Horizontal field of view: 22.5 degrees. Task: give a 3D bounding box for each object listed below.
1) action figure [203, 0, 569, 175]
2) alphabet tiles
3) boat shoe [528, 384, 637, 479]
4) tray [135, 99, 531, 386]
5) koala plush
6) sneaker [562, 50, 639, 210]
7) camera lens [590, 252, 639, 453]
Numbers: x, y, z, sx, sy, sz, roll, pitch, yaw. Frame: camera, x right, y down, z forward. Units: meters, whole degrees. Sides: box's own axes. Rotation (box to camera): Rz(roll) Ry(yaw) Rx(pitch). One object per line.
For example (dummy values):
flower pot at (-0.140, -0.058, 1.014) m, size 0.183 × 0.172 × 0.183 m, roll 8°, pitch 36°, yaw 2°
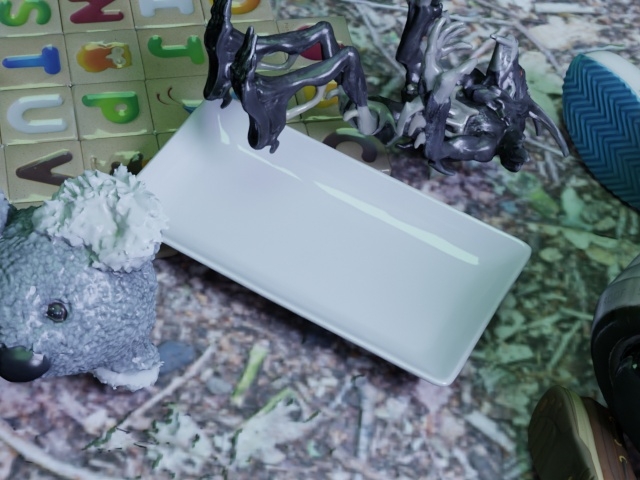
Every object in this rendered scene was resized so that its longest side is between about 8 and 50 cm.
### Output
action figure at (0.063, -0.125, 1.164) m, size 0.275 × 0.141 × 0.164 m, roll 4°, pitch 29°, yaw -22°
alphabet tiles at (-0.129, -0.101, 1.226) m, size 0.342 × 0.011 × 0.285 m, roll -5°, pitch 51°, yaw -12°
boat shoe at (0.180, 0.169, 1.010) m, size 0.060 × 0.064 × 0.178 m, roll 14°, pitch 42°, yaw -20°
tray at (0.000, 0.000, 1.136) m, size 0.270 × 0.030 × 0.145 m, roll 27°, pitch 54°, yaw 14°
koala plush at (-0.203, 0.024, 1.005) m, size 0.221 × 0.196 × 0.203 m, roll 4°, pitch 40°, yaw 1°
sneaker at (0.281, -0.066, 1.213) m, size 0.228 × 0.087 × 0.092 m, roll 42°, pitch 50°, yaw 16°
camera lens at (0.322, 0.041, 1.003) m, size 0.219 × 0.219 × 0.274 m, roll 38°, pitch 66°, yaw 22°
